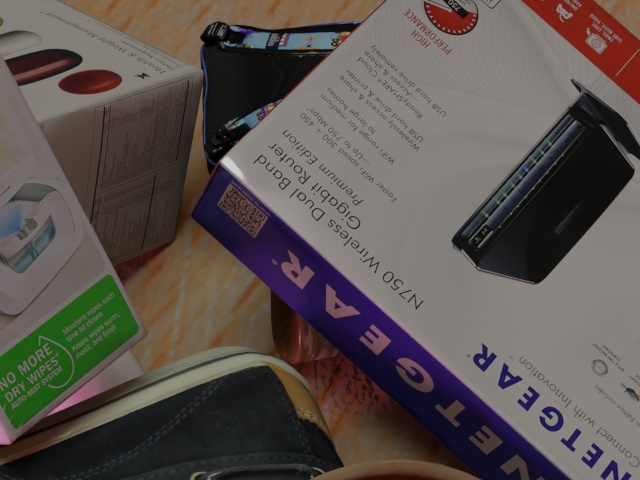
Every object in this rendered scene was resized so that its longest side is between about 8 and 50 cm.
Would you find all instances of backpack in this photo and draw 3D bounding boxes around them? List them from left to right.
[{"bbox_3d":[0.001,-0.089,1.304,0.173,0.117,0.158,-6,48,0],"label":"backpack"}]

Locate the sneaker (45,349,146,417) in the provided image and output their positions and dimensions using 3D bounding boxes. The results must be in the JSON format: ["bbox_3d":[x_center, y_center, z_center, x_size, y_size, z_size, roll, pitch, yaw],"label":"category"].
[{"bbox_3d":[-0.224,0.133,1.151,0.235,0.095,0.090,-24,20,9],"label":"sneaker"}]

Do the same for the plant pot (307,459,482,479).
[{"bbox_3d":[0.031,0.247,0.977,0.237,0.110,0.237,4,75,-16],"label":"plant pot"}]

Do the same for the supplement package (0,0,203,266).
[{"bbox_3d":[-0.229,-0.072,1.246,0.194,0.149,0.203,27,31,26],"label":"supplement package"}]

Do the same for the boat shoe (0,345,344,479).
[{"bbox_3d":[-0.190,0.225,1.003,0.500,0.187,0.156,-25,45,-23],"label":"boat shoe"}]

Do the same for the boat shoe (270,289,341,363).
[{"bbox_3d":[0.000,0.000,1.217,0.059,0.170,0.063,-1,7,-29],"label":"boat shoe"}]

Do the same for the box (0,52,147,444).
[{"bbox_3d":[-0.273,-0.001,1.057,0.262,0.231,0.127,-8,24,47],"label":"box"}]

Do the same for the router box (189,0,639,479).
[{"bbox_3d":[0.137,-0.014,1.157,0.335,0.082,0.301,41,60,3],"label":"router box"}]
